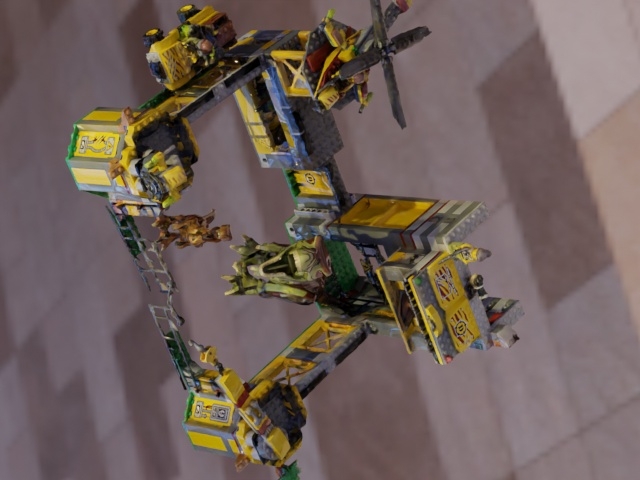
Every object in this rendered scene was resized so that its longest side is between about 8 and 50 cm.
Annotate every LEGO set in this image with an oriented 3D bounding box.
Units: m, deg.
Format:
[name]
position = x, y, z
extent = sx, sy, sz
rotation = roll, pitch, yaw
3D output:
[LEGO set]
position = 0.000, 0.000, 1.333
extent = 0.192, 0.255, 0.331
rotation = 5, 118, 45
